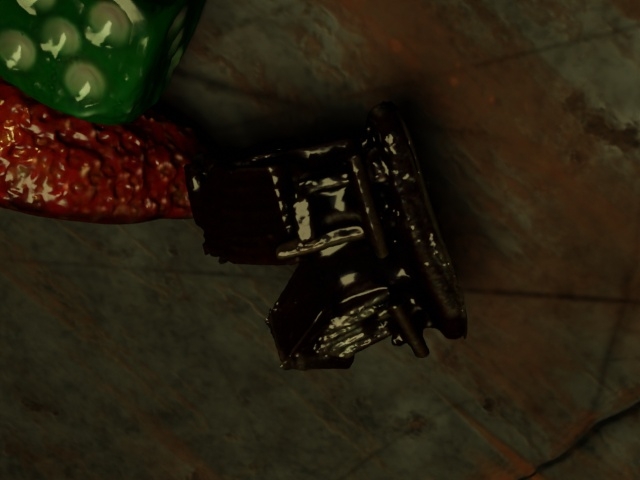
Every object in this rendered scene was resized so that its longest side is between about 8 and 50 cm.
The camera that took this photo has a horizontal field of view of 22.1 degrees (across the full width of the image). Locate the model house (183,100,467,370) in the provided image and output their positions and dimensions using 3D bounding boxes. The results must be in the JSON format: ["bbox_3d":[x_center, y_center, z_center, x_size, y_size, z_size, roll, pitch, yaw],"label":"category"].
[{"bbox_3d":[0.003,0.008,1.183,0.164,0.141,0.203,-21,109,-3],"label":"model house"}]

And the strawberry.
[{"bbox_3d":[-0.178,-0.071,1.194,0.228,0.174,0.098,12,102,5],"label":"strawberry"}]

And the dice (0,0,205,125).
[{"bbox_3d":[-0.158,-0.164,1.148,0.131,0.128,0.120,26,124,0],"label":"dice"}]
